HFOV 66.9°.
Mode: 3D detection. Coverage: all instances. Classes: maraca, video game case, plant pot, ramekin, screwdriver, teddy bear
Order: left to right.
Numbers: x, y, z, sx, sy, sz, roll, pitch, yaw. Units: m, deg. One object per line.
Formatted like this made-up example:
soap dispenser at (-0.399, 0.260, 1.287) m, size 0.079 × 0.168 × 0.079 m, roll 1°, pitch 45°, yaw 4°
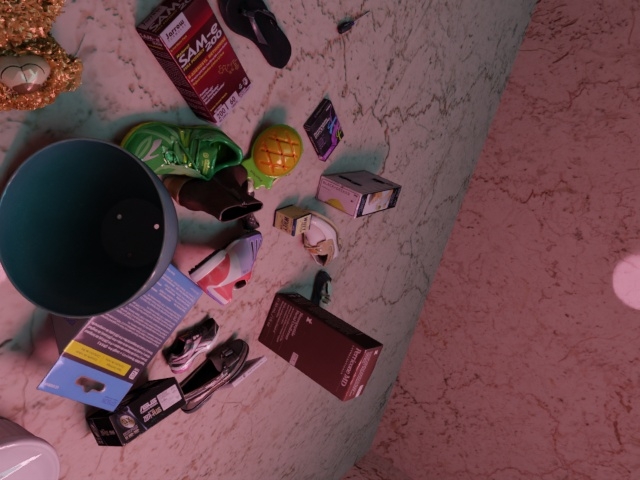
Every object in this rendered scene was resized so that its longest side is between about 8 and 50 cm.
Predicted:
ramekin at (-0.655, 0.465, 0.913) m, size 0.273 × 0.127 × 0.272 m, roll -38°, pitch 143°, yaw -37°
teddy bear at (-0.443, -0.328, 0.642) m, size 0.245 × 0.113 × 0.338 m, roll -25°, pitch 133°, yaw -46°
plant pot at (-0.376, -0.018, 0.868) m, size 0.290 × 0.290 × 0.195 m, roll -64°, pitch 174°, yaw 1°
video game case at (-0.259, 0.422, 1.533) m, size 0.143 × 0.019 × 0.157 m, roll -34°, pitch -176°, yaw -42°
maraca at (-0.126, -0.217, 1.262) m, size 0.127 × 0.099 × 0.185 m, roll 41°, pitch 91°, yaw -23°
screwdriver at (0.103, -0.627, 1.384) m, size 0.170 × 0.025 × 0.024 m, roll -42°, pitch 145°, yaw -33°

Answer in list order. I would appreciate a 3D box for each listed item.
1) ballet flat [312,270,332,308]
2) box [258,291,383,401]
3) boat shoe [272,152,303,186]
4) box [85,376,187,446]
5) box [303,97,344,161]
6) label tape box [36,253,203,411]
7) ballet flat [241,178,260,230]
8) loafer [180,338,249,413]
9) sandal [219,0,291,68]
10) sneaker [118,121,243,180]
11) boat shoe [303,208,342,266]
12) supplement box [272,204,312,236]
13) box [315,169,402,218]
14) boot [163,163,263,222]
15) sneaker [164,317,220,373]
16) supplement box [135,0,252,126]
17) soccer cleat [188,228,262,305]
ballet flat at (0.010, 0.212, 1.856) m, size 0.074 × 0.074 × 0.203 m, roll -29°, pitch 136°, yaw -46°
box at (-0.007, 0.341, 1.607) m, size 0.143 × 0.381 × 0.191 m, roll 8°, pitch 106°, yaw -60°
boat shoe at (-0.097, -0.209, 1.351) m, size 0.170 × 0.063 × 0.059 m, roll -56°, pitch 144°, yaw -16°
box at (-0.446, 0.414, 1.180) m, size 0.180 × 0.147 × 0.077 m, roll -27°, pitch 94°, yaw -47°
box at (0.013, -0.332, 1.468) m, size 0.116 × 0.029 × 0.162 m, roll -56°, pitch 149°, yaw -14°
label tape box at (-0.440, 0.178, 1.054) m, size 0.333 × 0.106 × 0.240 m, roll -55°, pitch 150°, yaw -16°
ballet flat at (-0.187, -0.096, 1.289) m, size 0.049 × 0.057 × 0.173 m, roll -9°, pitch 140°, yaw -16°
loafer at (-0.320, 0.392, 1.442) m, size 0.267 × 0.096 × 0.084 m, roll -47°, pitch 140°, yaw -24°
sandal at (-0.128, -0.480, 1.091) m, size 0.254 × 0.054 × 0.097 m, roll 21°, pitch 94°, yaw -61°
sneaker at (-0.280, -0.185, 1.007) m, size 0.295 × 0.124 × 0.109 m, roll -24°, pitch 132°, yaw -49°
boat shoe at (0.000, 0.000, 1.626) m, size 0.103 × 0.113 × 0.302 m, roll -62°, pitch 153°, yaw -15°
supplement box at (-0.084, -0.062, 1.468) m, size 0.083 × 0.083 × 0.056 m, roll -26°, pitch 133°, yaw -49°
box at (0.135, -0.165, 1.662) m, size 0.290 × 0.169 × 0.087 m, roll -18°, pitch 130°, yaw -54°
boot at (-0.205, -0.107, 1.105) m, size 0.248 × 0.207 × 0.090 m, roll -23°, pitch 132°, yaw -50°
sneaker at (-0.350, 0.277, 1.325) m, size 0.178 × 0.072 × 0.077 m, roll -52°, pitch 139°, yaw -32°
supplement box at (-0.243, -0.363, 0.979) m, size 0.130 × 0.073 × 0.239 m, roll -55°, pitch 149°, yaw -15°
soccer cleat at (-0.215, 0.062, 1.236) m, size 0.109 × 0.116 × 0.318 m, roll -35°, pitch -175°, yaw 21°
